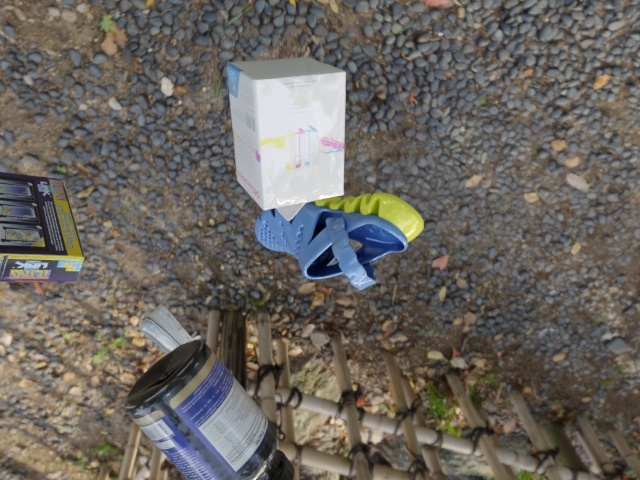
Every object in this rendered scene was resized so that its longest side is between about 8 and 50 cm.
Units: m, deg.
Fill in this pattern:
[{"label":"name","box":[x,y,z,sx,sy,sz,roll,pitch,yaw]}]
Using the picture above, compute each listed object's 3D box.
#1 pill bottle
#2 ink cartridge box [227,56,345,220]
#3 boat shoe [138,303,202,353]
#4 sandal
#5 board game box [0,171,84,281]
[{"label":"pill bottle","box":[-0.133,0.245,0.653,0.123,0.123,0.219,-32,104,14]},{"label":"ink cartridge box","box":[-0.034,-0.102,0.517,0.090,0.092,0.143,-13,122,-21]},{"label":"boat shoe","box":[-0.296,0.232,1.131,0.083,0.076,0.226,4,138,45]},{"label":"sandal","box":[0.000,0.000,0.818,0.317,0.138,0.126,1,146,45]},{"label":"board game box","box":[-0.393,-0.021,0.650,0.141,0.170,0.048,6,127,-40]}]
